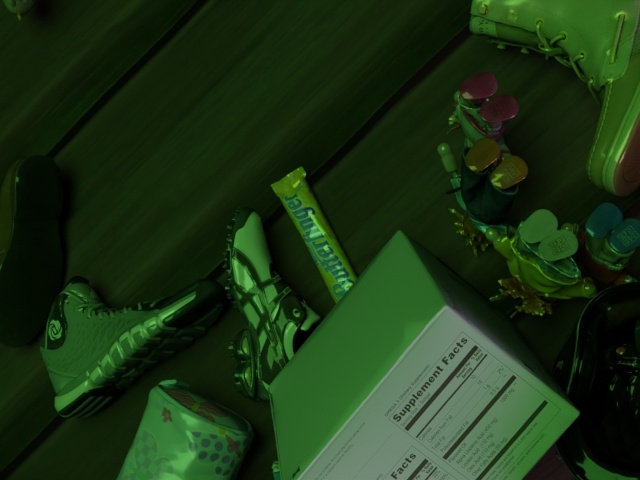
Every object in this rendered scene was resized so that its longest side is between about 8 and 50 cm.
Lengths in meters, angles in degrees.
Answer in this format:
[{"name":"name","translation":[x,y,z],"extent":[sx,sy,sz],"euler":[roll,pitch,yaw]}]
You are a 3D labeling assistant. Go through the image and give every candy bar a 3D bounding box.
[{"name":"candy bar","translation":[0.000,0.000,1.363],"extent":[0.040,0.018,0.161],"euler":[-33,69,15]}]

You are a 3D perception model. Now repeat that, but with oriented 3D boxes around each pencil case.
[{"name":"pencil case","translation":[-0.168,0.280,1.336],"extent":[0.124,0.113,0.273],"euler":[28,93,45]}]

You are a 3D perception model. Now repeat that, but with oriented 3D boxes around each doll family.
[{"name":"doll family","translation":[0.173,-0.019,1.219],"extent":[0.118,0.163,0.263],"euler":[-37,72,-9]}]

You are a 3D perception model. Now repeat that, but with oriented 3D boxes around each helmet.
[{"name":"helmet","translation":[0.272,0.136,1.142],"extent":[0.169,0.162,0.169],"euler":[-1,40,1]}]

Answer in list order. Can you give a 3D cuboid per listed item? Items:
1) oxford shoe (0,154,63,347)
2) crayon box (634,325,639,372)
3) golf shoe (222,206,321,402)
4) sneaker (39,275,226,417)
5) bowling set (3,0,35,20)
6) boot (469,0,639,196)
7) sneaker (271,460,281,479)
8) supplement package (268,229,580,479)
[{"name":"oxford shoe","translation":[-0.332,0.012,1.489],"extent":[0.076,0.076,0.212],"euler":[2,83,54]},{"name":"crayon box","translation":[0.405,0.163,1.028],"extent":[0.318,0.081,0.202],"euler":[2,81,-17]},{"name":"golf shoe","translation":[-0.046,0.061,1.349],"extent":[0.093,0.077,0.198],"euler":[-7,85,11]},{"name":"sneaker","translation":[-0.213,0.076,1.408],"extent":[0.228,0.086,0.132],"euler":[-37,66,15]},{"name":"bowling set","translation":[-0.314,-0.405,1.522],"extent":[0.199,0.154,0.287],"euler":[-18,72,1]},{"name":"boot","translation":[0.230,-0.171,1.233],"extent":[0.203,0.095,0.262],"euler":[12,71,25]},{"name":"sneaker","translation":[0.000,0.240,1.238],"extent":[0.083,0.191,0.071],"euler":[-16,103,1]},{"name":"supplement package","translation":[0.075,0.136,1.155],"extent":[0.145,0.262,0.204],"euler":[38,98,-12]}]
